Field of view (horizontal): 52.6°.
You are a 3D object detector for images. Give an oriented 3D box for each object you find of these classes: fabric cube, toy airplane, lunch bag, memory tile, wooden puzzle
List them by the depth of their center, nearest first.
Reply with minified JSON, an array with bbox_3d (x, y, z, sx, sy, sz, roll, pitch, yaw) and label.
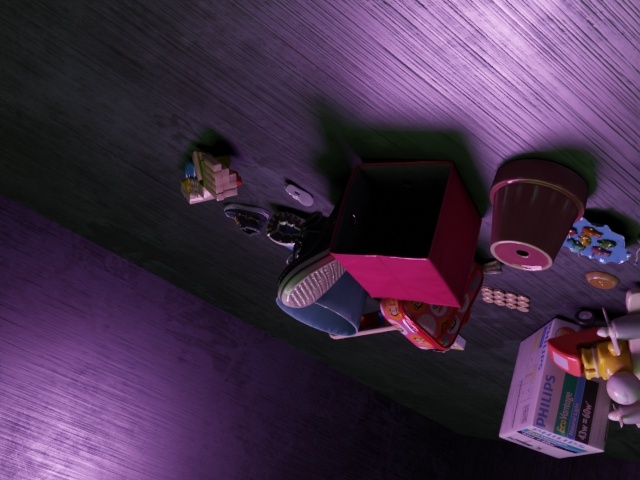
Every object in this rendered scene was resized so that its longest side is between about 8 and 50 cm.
[{"bbox_3d":[0.212,-0.015,1.560,0.258,0.254,0.258,3,154,32],"label":"fabric cube"},{"bbox_3d":[0.861,0.337,1.747,0.386,0.272,0.384,38,137,1],"label":"toy airplane"},{"bbox_3d":[0.321,0.151,1.782,0.258,0.293,0.120,43,153,-22],"label":"lunch bag"},{"bbox_3d":[0.578,0.184,2.025,0.147,0.012,0.113,13,157,22],"label":"memory tile"},{"bbox_3d":[0.250,0.273,2.279,0.347,0.081,0.322,-11,177,44],"label":"wooden puzzle"}]

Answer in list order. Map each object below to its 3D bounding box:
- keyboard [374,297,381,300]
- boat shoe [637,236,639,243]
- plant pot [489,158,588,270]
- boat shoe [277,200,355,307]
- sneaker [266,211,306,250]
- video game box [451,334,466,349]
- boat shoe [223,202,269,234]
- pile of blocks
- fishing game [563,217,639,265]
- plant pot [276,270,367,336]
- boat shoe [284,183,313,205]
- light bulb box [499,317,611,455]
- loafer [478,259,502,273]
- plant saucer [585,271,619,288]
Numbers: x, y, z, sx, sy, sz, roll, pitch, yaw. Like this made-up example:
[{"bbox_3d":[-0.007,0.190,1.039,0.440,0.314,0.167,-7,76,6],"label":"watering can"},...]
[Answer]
[{"bbox_3d":[0.246,0.199,2.371,0.100,0.038,0.192,-13,147,36],"label":"keyboard"},{"bbox_3d":[0.765,0.033,1.443,0.142,0.049,0.040,39,111,-12],"label":"boat shoe"},{"bbox_3d":[0.447,-0.044,1.376,0.201,0.180,0.201,20,159,8],"label":"plant pot"},{"bbox_3d":[0.001,0.022,1.679,0.156,0.500,0.187,36,122,8],"label":"boat shoe"},{"bbox_3d":[0.000,0.000,2.039,0.329,0.130,0.147,19,173,16],"label":"sneaker"},{"bbox_3d":[0.440,0.367,2.552,0.205,0.048,0.187,0,148,45],"label":"video game box"},{"bbox_3d":[-0.259,-0.069,2.139,0.183,0.083,0.065,7,154,34],"label":"boat shoe"},{"bbox_3d":[-0.316,-0.194,1.906,0.112,0.149,0.362,-16,-172,-27],"label":"pile of blocks"},{"bbox_3d":[0.615,0.007,1.484,0.264,0.041,0.189,23,163,26],"label":"fishing game"},{"bbox_3d":[0.028,0.152,2.175,0.292,0.235,0.293,20,158,8],"label":"plant pot"},{"bbox_3d":[-0.064,-0.134,1.872,0.100,0.035,0.035,29,-175,-28],"label":"boat shoe"},{"bbox_3d":[0.764,0.485,2.088,0.225,0.358,0.361,18,160,6],"label":"light bulb box"},{"bbox_3d":[0.469,0.077,1.853,0.045,0.039,0.125,-4,178,-32],"label":"loafer"},{"bbox_3d":[0.731,0.106,1.685,0.083,0.015,0.083,19,159,8],"label":"plant saucer"}]
